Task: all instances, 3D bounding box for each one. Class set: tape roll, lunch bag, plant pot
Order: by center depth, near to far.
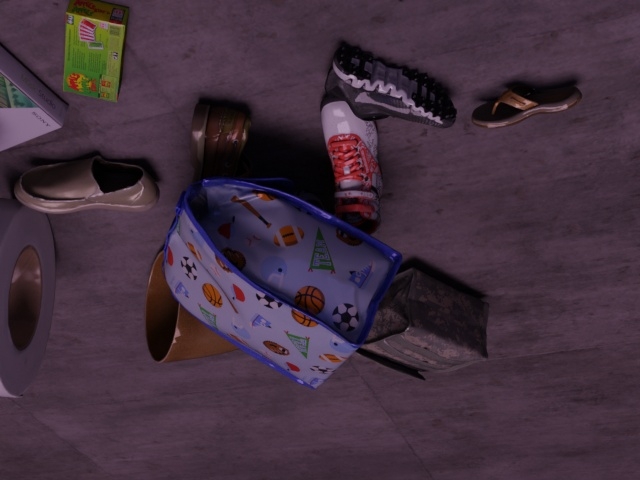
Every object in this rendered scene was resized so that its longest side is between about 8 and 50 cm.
[{"bbox_3d":[-0.094,0.058,1.799,0.386,0.238,0.328,28,152,-2],"label":"lunch bag"},{"bbox_3d":[-0.607,0.112,1.960,0.072,0.392,0.392,4,145,1],"label":"tape roll"},{"bbox_3d":[-0.219,0.148,2.127,0.254,0.237,0.237,7,147,-26],"label":"plant pot"},{"bbox_3d":[0.182,0.198,2.176,0.235,0.168,0.287,25,148,-31],"label":"lunch bag"}]

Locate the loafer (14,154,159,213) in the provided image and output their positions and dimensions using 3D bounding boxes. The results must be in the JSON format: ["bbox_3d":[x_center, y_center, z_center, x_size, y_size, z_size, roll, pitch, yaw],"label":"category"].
[{"bbox_3d":[-0.439,-0.112,1.882,0.269,0.101,0.092,-1,144,-8],"label":"loafer"}]

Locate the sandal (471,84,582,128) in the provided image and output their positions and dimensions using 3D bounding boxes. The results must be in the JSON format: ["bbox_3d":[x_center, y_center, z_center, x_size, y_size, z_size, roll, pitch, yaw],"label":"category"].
[{"bbox_3d":[0.334,-0.230,1.641,0.180,0.072,0.049,-11,126,19],"label":"sandal"}]

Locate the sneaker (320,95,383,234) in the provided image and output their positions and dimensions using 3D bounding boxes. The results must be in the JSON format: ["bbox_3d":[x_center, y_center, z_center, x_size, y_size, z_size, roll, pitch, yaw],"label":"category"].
[{"bbox_3d":[0.058,-0.122,1.755,0.090,0.145,0.270,-4,143,12],"label":"sneaker"}]

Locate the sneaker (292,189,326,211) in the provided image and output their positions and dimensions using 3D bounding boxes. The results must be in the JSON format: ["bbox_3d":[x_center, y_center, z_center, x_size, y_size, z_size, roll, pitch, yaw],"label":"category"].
[{"bbox_3d":[0.000,0.000,1.974,0.083,0.098,0.224,-18,138,29],"label":"sneaker"}]

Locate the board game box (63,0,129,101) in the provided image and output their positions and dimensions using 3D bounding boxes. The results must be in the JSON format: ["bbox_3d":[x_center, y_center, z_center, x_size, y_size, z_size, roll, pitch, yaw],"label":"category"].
[{"bbox_3d":[-0.368,-0.310,1.635,0.092,0.043,0.181,12,144,-8],"label":"board game box"}]

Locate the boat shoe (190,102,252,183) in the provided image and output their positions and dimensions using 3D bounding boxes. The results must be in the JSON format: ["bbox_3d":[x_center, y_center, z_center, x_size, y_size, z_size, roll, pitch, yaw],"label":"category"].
[{"bbox_3d":[-0.179,-0.116,1.824,0.105,0.110,0.307,7,145,-1],"label":"boat shoe"}]

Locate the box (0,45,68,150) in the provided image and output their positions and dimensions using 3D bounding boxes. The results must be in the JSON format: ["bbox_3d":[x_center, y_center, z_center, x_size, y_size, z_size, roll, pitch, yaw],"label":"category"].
[{"bbox_3d":[-0.641,-0.239,1.757,0.322,0.058,0.232,-17,139,26],"label":"box"}]

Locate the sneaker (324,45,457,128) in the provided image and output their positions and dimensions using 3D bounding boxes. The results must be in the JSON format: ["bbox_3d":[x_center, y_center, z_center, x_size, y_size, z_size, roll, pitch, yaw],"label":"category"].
[{"bbox_3d":[0.110,-0.236,1.655,0.234,0.078,0.106,22,144,-16],"label":"sneaker"}]
